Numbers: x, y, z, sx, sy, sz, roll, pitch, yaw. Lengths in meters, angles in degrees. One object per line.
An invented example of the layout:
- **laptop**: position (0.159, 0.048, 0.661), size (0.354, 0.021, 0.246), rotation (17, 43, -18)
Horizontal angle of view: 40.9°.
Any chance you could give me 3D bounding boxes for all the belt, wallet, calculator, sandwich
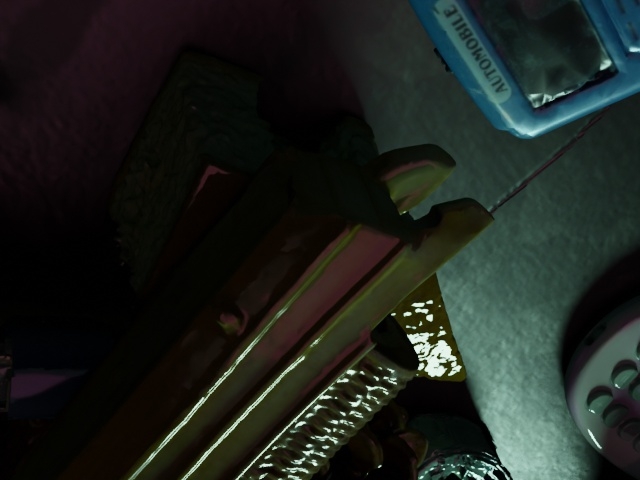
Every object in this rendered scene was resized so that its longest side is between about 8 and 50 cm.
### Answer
- **belt**: position (0.104, 0.203, 0.699), size (0.105, 0.058, 0.140), rotation (-32, 121, 4)
- **wallet**: position (-0.157, 0.068, 0.517), size (0.202, 0.141, 0.059), rotation (6, 93, -15)
- **calculator**: position (0.332, 0.137, 0.720), size (0.298, 0.041, 0.185), rotation (27, 112, -23)
- **sandwich**: position (0.000, 0.000, 0.523), size (0.235, 0.122, 0.128), rotation (19, 118, -25)

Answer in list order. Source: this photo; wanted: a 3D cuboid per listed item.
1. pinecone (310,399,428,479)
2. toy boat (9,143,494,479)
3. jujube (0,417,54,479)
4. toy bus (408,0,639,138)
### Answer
- **pinecone**: position (-0.031, 0.176, 0.566), size (0.212, 0.169, 0.186), rotation (-8, 140, -54)
- **toy boat**: position (-0.041, 0.077, 0.423), size (0.115, 0.089, 0.310), rotation (34, 105, -26)
- **jujube**: position (-0.174, 0.155, 0.554), size (0.104, 0.166, 0.104), rotation (8, 128, 11)
- **toy bus**: position (0.090, -0.160, 0.376), size (0.134, 0.246, 0.113), rotation (-30, 123, 19)
